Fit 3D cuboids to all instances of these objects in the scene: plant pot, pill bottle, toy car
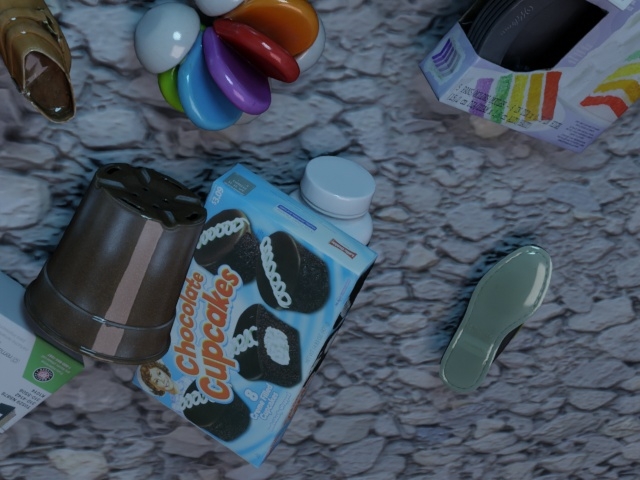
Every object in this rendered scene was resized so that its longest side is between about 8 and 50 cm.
[{"bbox_3d":[-0.208,0.018,1.413,0.167,0.167,0.165,11,117,-31],"label":"plant pot"},{"bbox_3d":[0.000,0.000,1.515,0.108,0.108,0.180,1,129,-24],"label":"pill bottle"},{"bbox_3d":[-0.078,-0.180,1.301,0.182,0.136,0.159,-41,133,14],"label":"toy car"}]

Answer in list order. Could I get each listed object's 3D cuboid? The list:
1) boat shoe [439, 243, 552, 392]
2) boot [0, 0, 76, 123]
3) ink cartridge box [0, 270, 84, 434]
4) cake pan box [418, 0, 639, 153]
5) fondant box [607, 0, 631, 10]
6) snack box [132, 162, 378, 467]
[{"bbox_3d":[0.226,0.092,1.727,0.081,0.068,0.227,32,113,3],"label":"boat shoe"},{"bbox_3d":[-0.276,-0.205,1.181,0.073,0.152,0.197,-32,134,5],"label":"boot"},{"bbox_3d":[-0.398,0.143,1.477,0.219,0.092,0.160,-39,133,11],"label":"ink cartridge box"},{"bbox_3d":[0.270,-0.220,1.427,0.267,0.070,0.246,16,128,-42],"label":"cake pan box"},{"bbox_3d":[0.142,-0.360,1.168,0.330,0.238,0.096,26,114,-38],"label":"fondant box"},{"bbox_3d":[-0.082,0.091,1.503,0.060,0.187,0.322,-44,164,-52],"label":"snack box"}]
